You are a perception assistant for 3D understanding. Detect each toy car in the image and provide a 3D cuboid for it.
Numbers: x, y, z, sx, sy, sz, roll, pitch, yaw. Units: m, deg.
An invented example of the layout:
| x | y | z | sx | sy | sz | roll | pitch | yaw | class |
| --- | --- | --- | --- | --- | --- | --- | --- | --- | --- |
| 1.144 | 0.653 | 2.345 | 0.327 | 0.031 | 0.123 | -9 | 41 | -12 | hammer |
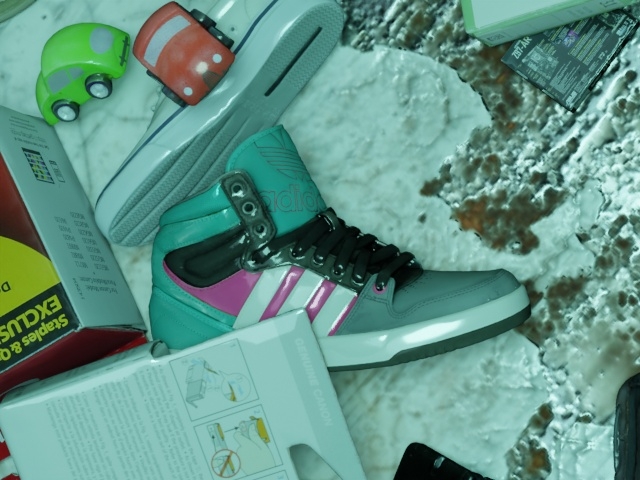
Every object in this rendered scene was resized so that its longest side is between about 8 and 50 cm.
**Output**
| x | y | z | sx | sy | sz | roll | pitch | yaw | class |
| --- | --- | --- | --- | --- | --- | --- | --- | --- | --- |
| -0.154 | -0.164 | 1.197 | 0.225 | 0.053 | 0.239 | -30 | 39 | 32 | toy car |

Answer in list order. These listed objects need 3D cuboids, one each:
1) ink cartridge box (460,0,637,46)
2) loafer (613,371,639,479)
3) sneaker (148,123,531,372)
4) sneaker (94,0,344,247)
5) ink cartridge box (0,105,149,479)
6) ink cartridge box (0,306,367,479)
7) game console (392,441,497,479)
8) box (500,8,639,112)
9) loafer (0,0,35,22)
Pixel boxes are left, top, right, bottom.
| x | y | z | sx | sy | sz | roll | pitch | yaw | class |
| --- | --- | --- | --- | --- | --- | --- | --- | --- | --- |
| 0.203 | -0.253 | 1.098 | 0.235 | 0.056 | 0.171 | -14 | 76 | 27 | ink cartridge box |
| 0.253 | 0.236 | 1.075 | 0.109 | 0.095 | 0.302 | 0 | 88 | -24 | loafer |
| 0.000 | 0.000 | 1.142 | 0.295 | 0.124 | 0.178 | -7 | 98 | 18 | sneaker |
| -0.090 | -0.108 | 1.205 | 0.258 | 0.094 | 0.091 | -47 | 56 | 6 | sneaker |
| -0.311 | 0.085 | 1.230 | 0.309 | 0.130 | 0.272 | -31 | 77 | 13 | ink cartridge box |
| -0.078 | 0.204 | 1.137 | 0.239 | 0.060 | 0.275 | -19 | 97 | 4 | ink cartridge box |
| 0.100 | 0.228 | 1.154 | 0.107 | 0.071 | 0.122 | 24 | 94 | 48 | game console |
| 0.185 | -0.147 | 1.146 | 0.067 | 0.018 | 0.083 | 38 | 98 | 16 | box |
| -0.233 | -0.278 | 1.249 | 0.268 | 0.092 | 0.102 | -42 | 76 | 11 | loafer |
